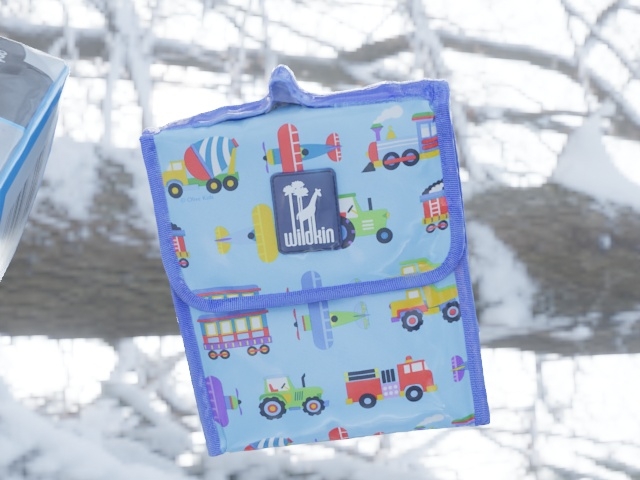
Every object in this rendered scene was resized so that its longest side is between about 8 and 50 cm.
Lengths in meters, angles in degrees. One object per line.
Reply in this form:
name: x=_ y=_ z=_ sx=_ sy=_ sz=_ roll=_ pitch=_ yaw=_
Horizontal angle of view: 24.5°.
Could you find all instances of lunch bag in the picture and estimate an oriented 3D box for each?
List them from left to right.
lunch bag: x=0.000 y=0.000 z=1.107 sx=0.138 sy=0.221 sz=0.293 roll=-89 pitch=170 yaw=-58

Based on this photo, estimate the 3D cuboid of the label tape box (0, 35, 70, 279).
label tape box: x=-0.297 y=-0.043 z=0.577 sx=0.249 sy=0.348 sz=0.115 roll=-84 pitch=-163 yaw=-62
